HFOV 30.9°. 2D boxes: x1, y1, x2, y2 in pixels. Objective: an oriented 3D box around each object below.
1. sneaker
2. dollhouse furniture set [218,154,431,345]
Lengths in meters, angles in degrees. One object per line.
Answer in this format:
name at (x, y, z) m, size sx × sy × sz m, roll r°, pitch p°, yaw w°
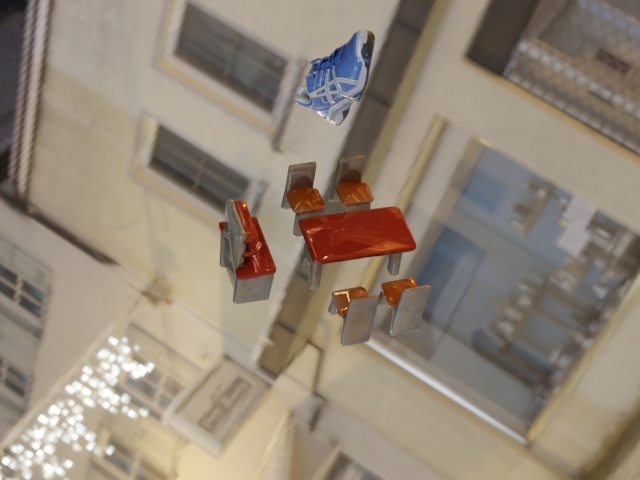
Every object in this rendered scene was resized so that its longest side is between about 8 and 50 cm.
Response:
sneaker at (0.022, -0.241, 1.711) m, size 0.211 × 0.081 × 0.080 m, roll 125°, pitch 161°, yaw -58°
dollhouse furniture set at (0.000, 0.000, 1.563) m, size 0.259 × 0.262 × 0.135 m, roll -9°, pitch -40°, yaw -18°
